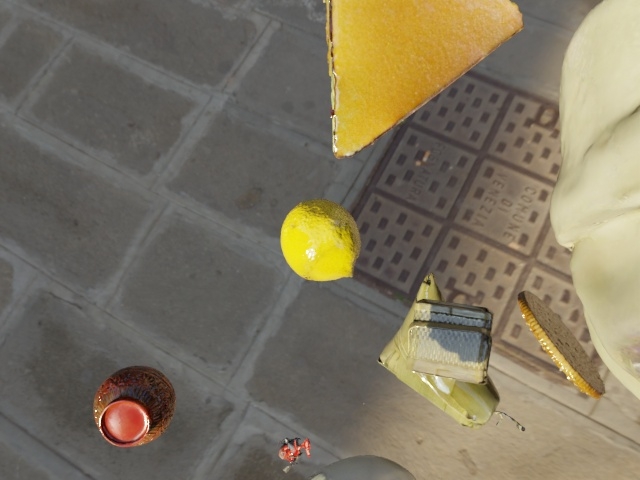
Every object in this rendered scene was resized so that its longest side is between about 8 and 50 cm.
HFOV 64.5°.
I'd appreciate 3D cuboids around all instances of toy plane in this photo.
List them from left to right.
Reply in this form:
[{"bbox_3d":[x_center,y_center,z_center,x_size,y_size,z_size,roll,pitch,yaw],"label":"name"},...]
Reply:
[{"bbox_3d":[-0.057,0.458,1.103,0.037,0.145,0.060,10,52,-27],"label":"toy plane"}]

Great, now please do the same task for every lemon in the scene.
[{"bbox_3d":[-0.004,-0.005,1.464,0.228,0.228,0.253,-30,46,-5],"label":"lemon"}]

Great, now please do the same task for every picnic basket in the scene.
[{"bbox_3d":[0.282,0.208,1.105,0.165,0.266,0.139,7,88,15],"label":"picnic basket"}]

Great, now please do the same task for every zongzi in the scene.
[{"bbox_3d":[0.398,0.343,1.392,0.447,0.418,0.181,34,46,22],"label":"zongzi"}]

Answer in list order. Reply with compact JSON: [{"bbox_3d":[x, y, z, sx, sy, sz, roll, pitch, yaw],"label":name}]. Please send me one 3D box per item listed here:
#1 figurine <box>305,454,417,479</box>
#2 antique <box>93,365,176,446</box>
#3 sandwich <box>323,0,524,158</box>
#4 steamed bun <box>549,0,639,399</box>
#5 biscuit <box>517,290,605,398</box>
[{"bbox_3d":[0.111,0.477,0.636,0.394,0.226,0.274,45,40,-2],"label":"figurine"},{"bbox_3d":[-0.233,0.208,0.640,0.104,0.104,0.104,-1,72,4],"label":"antique"},{"bbox_3d":[0.096,-0.199,0.516,0.185,0.108,0.220,-1,104,1],"label":"sandwich"},{"bbox_3d":[0.328,0.010,0.345,0.342,0.368,0.255,4,49,37],"label":"steamed bun"},{"bbox_3d":[0.590,0.254,1.256,0.038,0.305,0.305,-42,71,24],"label":"biscuit"}]
